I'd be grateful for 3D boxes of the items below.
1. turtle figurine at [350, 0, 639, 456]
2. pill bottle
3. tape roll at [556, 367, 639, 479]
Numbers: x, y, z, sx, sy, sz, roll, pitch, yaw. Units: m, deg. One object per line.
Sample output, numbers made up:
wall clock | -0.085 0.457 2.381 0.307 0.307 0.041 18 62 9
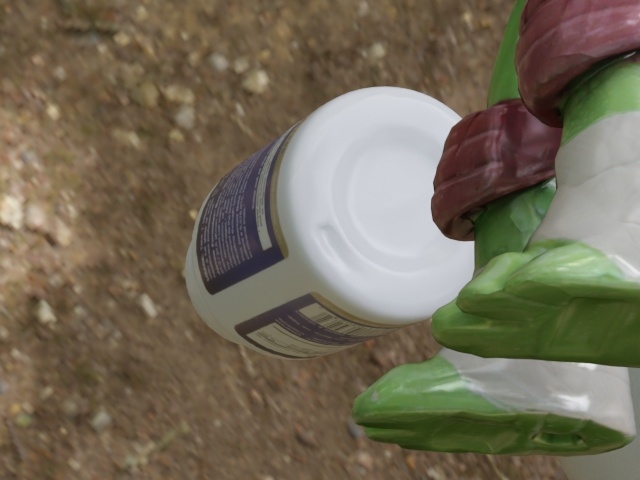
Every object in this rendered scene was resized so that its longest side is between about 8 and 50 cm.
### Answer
turtle figurine | 0.021 -0.094 0.442 0.198 0.274 0.266 -19 60 43
pill bottle | 0.000 0.000 0.756 0.094 0.169 0.094 5 77 -21
tape roll | 0.220 0.067 0.693 0.246 0.246 0.169 -28 53 1
